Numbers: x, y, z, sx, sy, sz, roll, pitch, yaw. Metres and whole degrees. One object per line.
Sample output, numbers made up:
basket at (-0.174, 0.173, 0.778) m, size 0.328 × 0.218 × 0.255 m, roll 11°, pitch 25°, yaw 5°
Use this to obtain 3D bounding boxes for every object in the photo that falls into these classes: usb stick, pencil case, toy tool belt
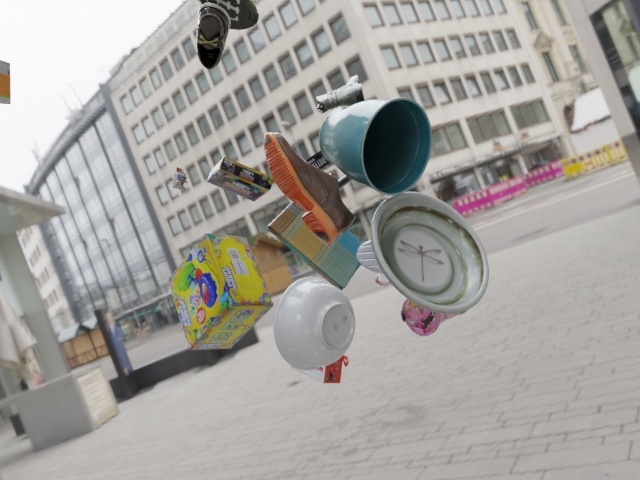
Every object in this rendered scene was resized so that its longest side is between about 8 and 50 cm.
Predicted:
usb stick at (0.105, -0.286, 2.931) m, size 0.278 × 0.045 × 0.077 m, roll -35°, pitch -1°, yaw 19°
pencil case at (0.451, 0.242, 2.249) m, size 0.167 × 0.160 × 0.386 m, roll -40°, pitch -14°, yaw 32°
toy tool belt at (-0.525, -0.233, 2.237) m, size 0.051 × 0.083 × 0.052 m, roll 13°, pitch -3°, yaw -35°

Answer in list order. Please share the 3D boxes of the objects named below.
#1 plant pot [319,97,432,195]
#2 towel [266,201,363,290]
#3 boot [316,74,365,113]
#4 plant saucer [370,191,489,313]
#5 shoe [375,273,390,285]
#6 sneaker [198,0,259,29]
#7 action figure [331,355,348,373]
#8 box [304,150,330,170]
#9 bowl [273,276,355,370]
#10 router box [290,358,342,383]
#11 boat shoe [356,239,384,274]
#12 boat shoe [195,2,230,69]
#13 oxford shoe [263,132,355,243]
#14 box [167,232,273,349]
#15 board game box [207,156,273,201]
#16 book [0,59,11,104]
plant pot at (0.141, -0.288, 1.738) m, size 0.272 × 0.271 × 0.255 m, roll -21°, pitch 26°, yaw -32°
towel at (0.000, 0.000, 2.296) m, size 0.271 × 0.370 × 0.040 m, roll -49°, pitch -1°, yaw -44°
boot at (0.060, -0.495, 2.010) m, size 0.161 × 0.083 × 0.246 m, roll -12°, pitch 22°, yaw 5°
plant saucer at (0.309, 0.046, 1.756) m, size 0.401 × 0.400 × 0.100 m, roll -21°, pitch -19°, yaw -36°
shoe at (0.255, 0.153, 2.363) m, size 0.064 × 0.081 × 0.178 m, roll 15°, pitch 27°, yaw 0°
sneaker at (-0.325, -0.850, 1.984) m, size 0.182 × 0.410 × 0.158 m, roll -31°, pitch -28°, yaw -39°
action figure at (-0.022, 0.373, 1.977) m, size 0.091 × 0.280 × 0.139 m, roll -35°, pitch 27°, yaw 23°
box at (-0.032, -0.317, 2.570) m, size 0.308 × 0.076 × 0.242 m, roll -34°, pitch 3°, yaw -6°
bowl at (0.012, 0.260, 1.816) m, size 0.298 × 0.297 × 0.134 m, roll -20°, pitch 13°, yaw -40°
router box at (-0.013, 0.429, 2.546) m, size 0.082 × 0.300 × 0.335 m, roll 8°, pitch -2°, yaw -27°
boat shoe at (0.289, 0.068, 1.963) m, size 0.335 × 0.121 × 0.119 m, roll 4°, pitch -14°, yaw 23°
boat shoe at (-0.276, -0.515, 1.509) m, size 0.081 × 0.068 × 0.228 m, roll 11°, pitch -13°, yaw -7°
oxford shoe at (-0.035, -0.171, 1.727) m, size 0.133 × 0.363 × 0.130 m, roll -38°, pitch 12°, yaw -22°
box at (-0.347, 0.178, 2.020) m, size 0.177 × 0.289 × 0.279 m, roll 7°, pitch -43°, yaw -44°
board game box at (-0.252, -0.189, 1.853) m, size 0.170 × 0.048 × 0.141 m, roll 22°, pitch -22°, yaw -21°
book at (-1.099, -0.543, 2.015) m, size 0.035 × 0.144 × 0.096 m, roll 4°, pitch 3°, yaw 12°
